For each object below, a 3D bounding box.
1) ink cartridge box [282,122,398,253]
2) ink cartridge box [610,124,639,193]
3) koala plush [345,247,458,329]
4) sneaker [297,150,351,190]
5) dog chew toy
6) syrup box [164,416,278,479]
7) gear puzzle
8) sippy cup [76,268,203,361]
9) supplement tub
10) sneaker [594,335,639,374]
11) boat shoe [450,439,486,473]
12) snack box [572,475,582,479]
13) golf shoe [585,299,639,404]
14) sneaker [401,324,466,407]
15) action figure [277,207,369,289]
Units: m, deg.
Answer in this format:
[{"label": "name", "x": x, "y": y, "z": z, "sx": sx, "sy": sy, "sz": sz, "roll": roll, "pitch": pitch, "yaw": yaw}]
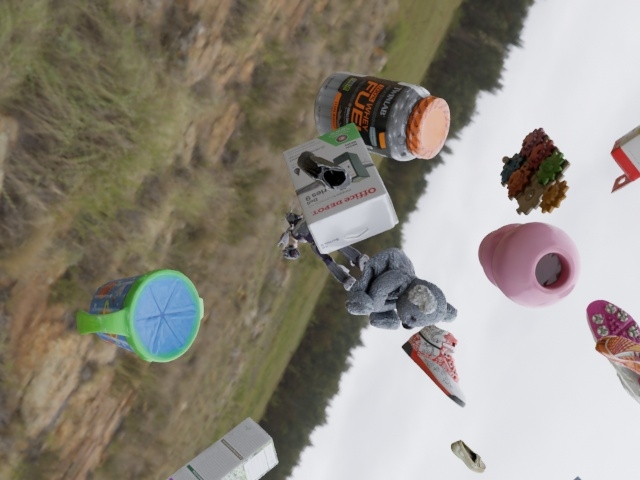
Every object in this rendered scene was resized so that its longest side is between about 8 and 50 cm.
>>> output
[{"label": "ink cartridge box", "x": 0.046, "y": -0.134, "z": 1.871, "sx": 0.211, "sy": 0.121, "sz": 0.289, "roll": -23, "pitch": -133, "yaw": 2}, {"label": "ink cartridge box", "x": 0.673, "y": -0.200, "z": 1.510, "sx": 0.231, "sy": 0.078, "sz": 0.134, "roll": -38, "pitch": 179, "yaw": 31}, {"label": "koala plush", "x": 0.215, "y": 0.135, "z": 1.810, "sx": 0.196, "sy": 0.221, "sz": 0.203, "roll": 34, "pitch": 81, "yaw": -51}, {"label": "sneaker", "x": 0.019, "y": -0.116, "z": 1.365, "sx": 0.089, "sy": 0.170, "sz": 0.051, "roll": 37, "pitch": -81, "yaw": 42}, {"label": "dog chew toy", "x": 0.491, "y": 0.047, "z": 1.832, "sx": 0.206, "sy": 0.207, "sz": 0.332, "roll": -58, "pitch": -166, "yaw": 1}, {"label": "syrup box", "x": -0.216, "y": 0.510, "z": 1.645, "sx": 0.237, "sy": 0.096, "sz": 0.093, "roll": -32, "pitch": 134, "yaw": -28}, {"label": "gear puzzle", "x": 0.502, "y": -0.152, "z": 1.762, "sx": 0.175, "sy": 0.044, "sz": 0.339, "roll": -54, "pitch": -162, "yaw": 23}, {"label": "sippy cup", "x": -0.467, "y": 0.187, "z": 1.923, "sx": 0.224, "sy": 0.305, "sz": 0.240, "roll": 0, "pitch": -122, "yaw": 39}, {"label": "supplement tub", "x": 0.166, "y": -0.337, "z": 2.034, "sx": 0.207, "sy": 0.338, "sz": 0.207, "roll": -28, "pitch": 128, "yaw": -45}, {"label": "sneaker", "x": 0.633, "y": 0.234, "z": 1.487, "sx": 0.064, "sy": 0.175, "sz": 0.067, "roll": -62, "pitch": -174, "yaw": -9}, {"label": "boat shoe", "x": 0.503, "y": 0.721, "z": 2.489, "sx": 0.048, "sy": 0.153, "sz": 0.056, "roll": -41, "pitch": -169, "yaw": 33}, {"label": "snack box", "x": 0.731, "y": 0.784, "z": 2.076, "sx": 0.070, "sy": 0.174, "sz": 0.207, "roll": -25, "pitch": 144, "yaw": -28}, {"label": "golf shoe", "x": 0.729, "y": 0.286, "z": 1.782, "sx": 0.115, "sy": 0.306, "sz": 0.140, "roll": -25, "pitch": 155, "yaw": -12}, {"label": "sneaker", "x": 0.381, "y": 0.367, "z": 2.261, "sx": 0.145, "sy": 0.270, "sz": 0.090, "roll": -43, "pitch": 148, "yaw": -2}, {"label": "action figure", "x": 0.000, "y": 0.000, "z": 1.947, "sx": 0.185, "sy": 0.285, "sz": 0.099, "roll": -53, "pitch": 154, "yaw": 5}]
